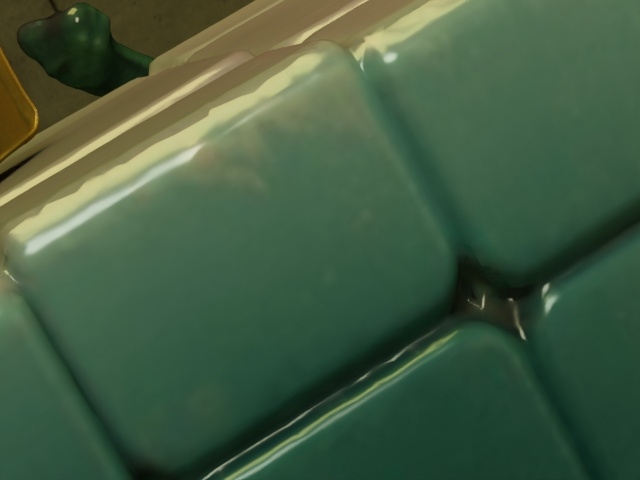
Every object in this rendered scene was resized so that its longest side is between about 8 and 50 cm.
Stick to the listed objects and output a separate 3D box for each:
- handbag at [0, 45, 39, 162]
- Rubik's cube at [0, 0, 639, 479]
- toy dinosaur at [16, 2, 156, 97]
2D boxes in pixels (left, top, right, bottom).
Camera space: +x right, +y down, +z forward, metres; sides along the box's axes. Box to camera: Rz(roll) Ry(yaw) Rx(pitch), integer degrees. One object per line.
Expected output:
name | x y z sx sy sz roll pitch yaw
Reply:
handbag | -0.124 -0.045 0.554 0.027 0.061 0.083 -24 12 18
Rubik's cube | -0.003 0.098 0.604 0.316 0.322 0.319 -30 12 -12
toy dinosaur | 0.000 0.000 0.917 0.331 0.129 0.383 8 -26 -9
